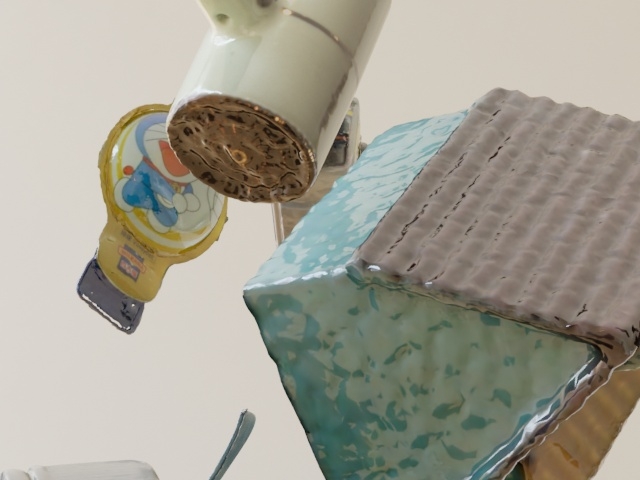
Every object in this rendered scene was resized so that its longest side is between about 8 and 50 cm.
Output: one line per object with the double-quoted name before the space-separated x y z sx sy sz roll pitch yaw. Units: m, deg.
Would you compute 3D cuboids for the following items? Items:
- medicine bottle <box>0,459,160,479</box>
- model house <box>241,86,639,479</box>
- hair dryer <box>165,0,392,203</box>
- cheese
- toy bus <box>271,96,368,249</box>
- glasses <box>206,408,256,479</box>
"medicine bottle" -0.259 0.230 1.098 0.339 0.208 0.208 -4 17 -15
"model house" 0.143 0.039 1.138 0.280 0.248 0.230 -51 124 -52
"hair dryer" -0.080 -0.216 1.410 0.128 0.203 0.362 -1 -41 32
"cheese" -0.175 -0.031 1.973 0.069 0.270 0.177 -10 -43 46
"toy bus" 0.000 0.000 1.656 0.092 0.268 0.106 1 43 6
"glasses" -0.066 0.217 1.512 0.189 0.221 0.088 -6 -36 39
